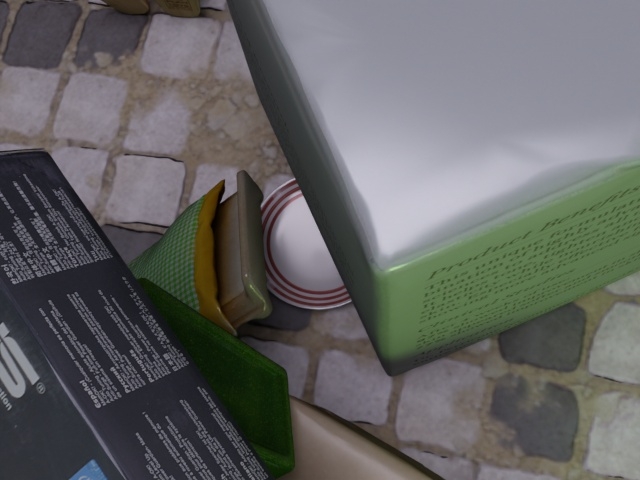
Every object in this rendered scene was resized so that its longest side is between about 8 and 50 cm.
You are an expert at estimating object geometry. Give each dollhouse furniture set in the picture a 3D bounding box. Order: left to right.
[{"bbox_3d":[-0.151,0.065,0.651,0.198,0.151,0.301,-33,42,24],"label":"dollhouse furniture set"}]

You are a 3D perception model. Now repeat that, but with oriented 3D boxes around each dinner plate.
[{"bbox_3d":[0.000,0.000,0.803,0.141,0.017,0.141,-2,75,7],"label":"dinner plate"}]

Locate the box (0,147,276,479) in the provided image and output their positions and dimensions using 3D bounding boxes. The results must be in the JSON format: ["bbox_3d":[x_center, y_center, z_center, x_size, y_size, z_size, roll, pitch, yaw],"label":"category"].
[{"bbox_3d":[-0.157,0.198,0.456,0.318,0.097,0.394,-41,80,26],"label":"box"}]

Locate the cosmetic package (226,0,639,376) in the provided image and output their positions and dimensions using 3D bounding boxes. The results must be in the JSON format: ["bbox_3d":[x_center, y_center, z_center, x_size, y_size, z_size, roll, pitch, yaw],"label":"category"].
[{"bbox_3d":[0.129,-0.128,0.612,0.330,0.393,0.327,-23,73,-3],"label":"cosmetic package"}]

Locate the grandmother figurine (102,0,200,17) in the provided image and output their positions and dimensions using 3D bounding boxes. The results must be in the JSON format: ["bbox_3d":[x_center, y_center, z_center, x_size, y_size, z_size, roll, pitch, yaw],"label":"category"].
[{"bbox_3d":[-0.151,-0.422,0.899,0.208,0.104,0.342,7,79,0],"label":"grandmother figurine"}]

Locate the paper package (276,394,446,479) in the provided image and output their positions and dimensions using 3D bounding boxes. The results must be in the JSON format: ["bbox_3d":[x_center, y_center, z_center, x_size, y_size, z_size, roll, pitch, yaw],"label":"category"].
[{"bbox_3d":[0.019,0.331,0.633,0.310,0.168,0.324,28,82,14],"label":"paper package"}]
